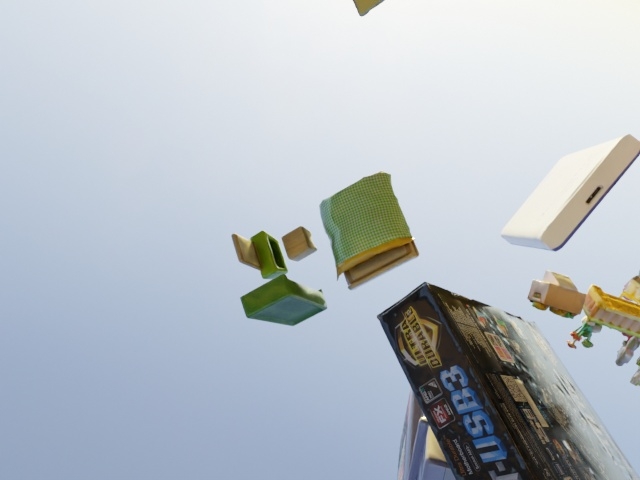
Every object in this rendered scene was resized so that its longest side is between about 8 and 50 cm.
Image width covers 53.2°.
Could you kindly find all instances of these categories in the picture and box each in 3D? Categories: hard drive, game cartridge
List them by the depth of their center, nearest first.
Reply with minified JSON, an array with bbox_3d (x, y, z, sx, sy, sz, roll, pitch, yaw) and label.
[{"bbox_3d":[0.133,0.242,0.781,0.068,0.230,0.355,13,-157,5],"label":"game cartridge"},{"bbox_3d":[0.429,-0.077,1.136,0.040,0.210,0.319,39,-176,3],"label":"hard drive"}]

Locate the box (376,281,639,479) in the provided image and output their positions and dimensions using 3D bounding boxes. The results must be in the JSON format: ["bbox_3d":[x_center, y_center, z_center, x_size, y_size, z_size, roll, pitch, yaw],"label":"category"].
[{"bbox_3d":[0.214,0.197,0.630,0.293,0.073,0.295,21,-144,-51],"label":"box"}]

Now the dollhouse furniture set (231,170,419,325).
[{"bbox_3d":[0.000,0.000,1.152,0.151,0.302,0.197,28,-142,-57],"label":"dollhouse furniture set"}]

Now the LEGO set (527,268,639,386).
[{"bbox_3d":[0.352,0.107,0.755,0.287,0.107,0.132,-1,-145,-39],"label":"LEGO set"}]

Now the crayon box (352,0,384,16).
[{"bbox_3d":[0.048,-0.306,0.308,0.083,0.203,0.322,-23,-89,-48],"label":"crayon box"}]
